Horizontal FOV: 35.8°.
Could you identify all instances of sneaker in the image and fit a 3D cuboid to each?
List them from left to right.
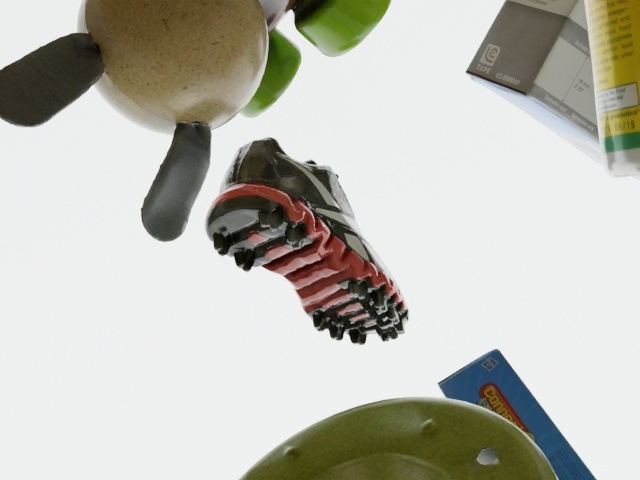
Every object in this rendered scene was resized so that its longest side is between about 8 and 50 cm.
[{"bbox_3d":[0.000,0.000,0.953,0.098,0.276,0.135,-23,-134,28],"label":"sneaker"}]

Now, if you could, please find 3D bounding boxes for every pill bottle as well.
[{"bbox_3d":[0.217,-0.146,0.588,0.118,0.117,0.208,-6,-88,6],"label":"pill bottle"}]

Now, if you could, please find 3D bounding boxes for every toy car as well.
[{"bbox_3d":[-0.075,-0.092,0.468,0.149,0.155,0.188,-28,-147,44],"label":"toy car"}]

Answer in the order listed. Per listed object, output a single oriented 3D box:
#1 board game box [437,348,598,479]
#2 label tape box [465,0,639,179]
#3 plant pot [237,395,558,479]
[{"bbox_3d":[0.285,0.322,1.131,0.086,0.302,0.308,-33,-141,2],"label":"board game box"},{"bbox_3d":[0.335,-0.259,1.028,0.106,0.241,0.333,36,-80,54],"label":"label tape box"},{"bbox_3d":[0.089,0.299,0.634,0.367,0.353,0.366,-21,-150,13],"label":"plant pot"}]
